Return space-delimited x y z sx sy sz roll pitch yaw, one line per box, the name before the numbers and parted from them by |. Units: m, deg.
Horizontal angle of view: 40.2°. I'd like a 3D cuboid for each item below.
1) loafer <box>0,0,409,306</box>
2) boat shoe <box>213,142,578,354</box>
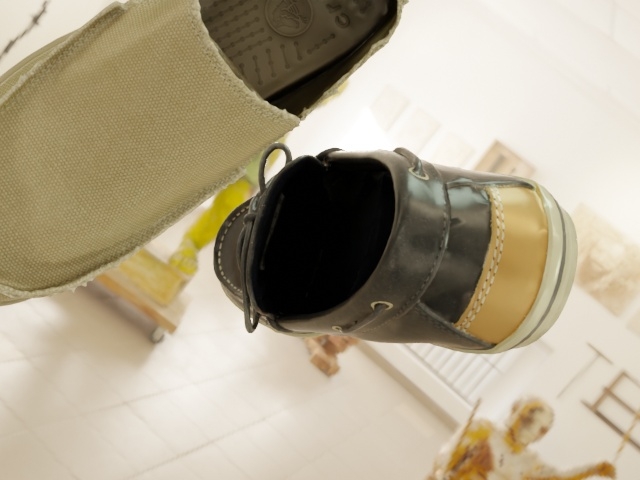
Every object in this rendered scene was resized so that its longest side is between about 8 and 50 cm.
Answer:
loafer | -0.066 -0.070 0.398 0.102 0.268 0.092 52 -14 -17
boat shoe | 0.000 0.000 0.777 0.156 0.187 0.500 15 -5 -27
